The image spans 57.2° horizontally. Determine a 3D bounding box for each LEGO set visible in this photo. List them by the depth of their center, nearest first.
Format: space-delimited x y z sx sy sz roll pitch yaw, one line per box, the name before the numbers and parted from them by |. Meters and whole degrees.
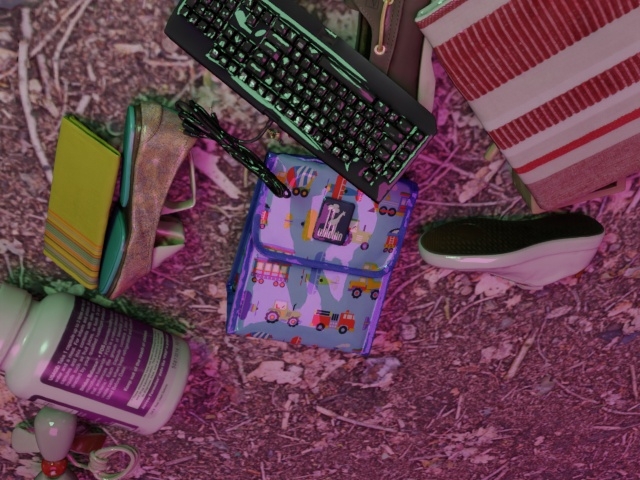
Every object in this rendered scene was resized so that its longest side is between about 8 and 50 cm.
LEGO set | -0.032 -0.155 0.773 0.054 0.023 0.083 24 122 -24

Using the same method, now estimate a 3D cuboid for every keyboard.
keyboard | -0.047 -0.152 0.669 0.317 0.033 0.201 39 111 1

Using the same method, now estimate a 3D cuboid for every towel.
towel | 0.284 -0.183 0.636 0.237 0.037 0.329 -28 129 27
towel | -0.324 -0.044 0.798 0.102 0.021 0.237 34 125 12

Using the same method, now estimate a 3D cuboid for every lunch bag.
lunch bag | 0.000 0.000 0.858 0.221 0.138 0.293 11 114 -14

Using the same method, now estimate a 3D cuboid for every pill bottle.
pill bottle | -0.370 0.180 0.913 0.301 0.169 0.169 29 120 -27

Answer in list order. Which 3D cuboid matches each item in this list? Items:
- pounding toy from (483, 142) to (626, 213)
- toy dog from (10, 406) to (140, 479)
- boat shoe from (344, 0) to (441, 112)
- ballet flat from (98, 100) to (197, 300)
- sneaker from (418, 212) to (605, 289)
pounding toy | 0.294 -0.148 0.774 0.181 0.094 0.206 -15 127 6
toy dog | -0.505 0.440 1.148 0.220 0.161 0.333 28 106 -23
boat shoe | 0.073 -0.262 0.644 0.097 0.116 0.324 -9 135 -4
ballet flat | -0.229 -0.036 0.801 0.106 0.107 0.316 4 130 -27
sneaker | 0.291 0.035 0.913 0.290 0.106 0.123 -3 127 -6
